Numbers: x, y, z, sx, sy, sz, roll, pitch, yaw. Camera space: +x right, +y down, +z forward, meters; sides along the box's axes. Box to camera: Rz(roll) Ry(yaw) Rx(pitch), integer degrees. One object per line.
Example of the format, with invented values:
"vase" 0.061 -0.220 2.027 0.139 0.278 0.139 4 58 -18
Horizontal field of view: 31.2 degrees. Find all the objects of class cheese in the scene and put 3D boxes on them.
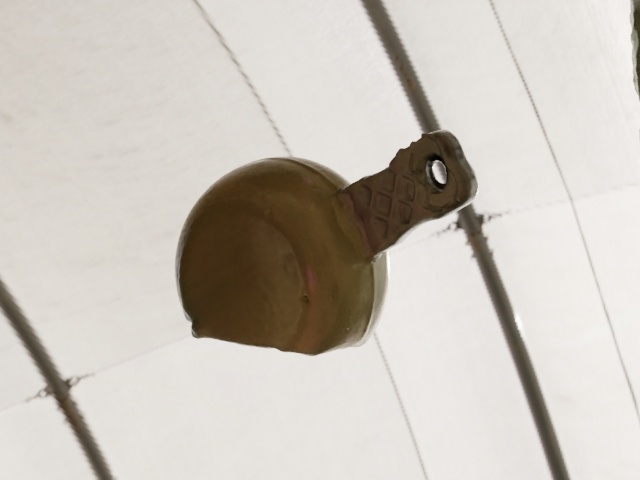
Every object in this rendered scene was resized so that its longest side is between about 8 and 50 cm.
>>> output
"cheese" 0.002 0.007 0.495 0.171 0.047 0.092 -5 -80 43

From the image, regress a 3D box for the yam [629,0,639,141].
"yam" 0.217 -0.071 0.332 0.259 0.093 0.093 -16 -69 28
